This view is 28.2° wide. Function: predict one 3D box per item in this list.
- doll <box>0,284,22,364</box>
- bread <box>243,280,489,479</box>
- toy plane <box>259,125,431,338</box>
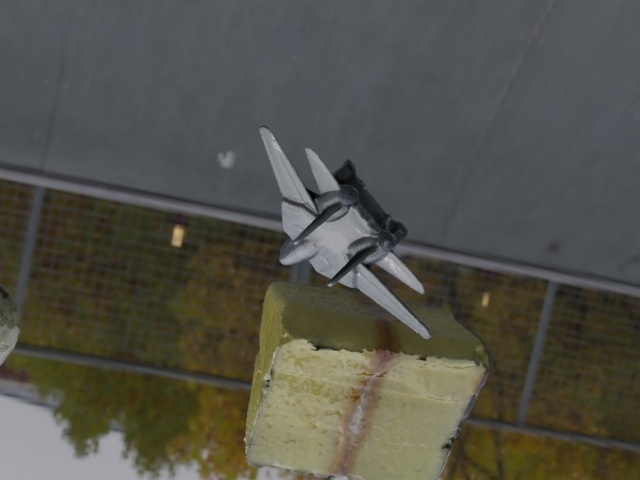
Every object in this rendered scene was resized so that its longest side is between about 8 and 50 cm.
[{"bbox_3d":[-0.314,0.113,0.951,0.149,0.278,0.175,0,150,20],"label":"doll"},{"bbox_3d":[0.049,0.199,1.549,0.263,0.236,0.198,9,-170,-7],"label":"bread"},{"bbox_3d":[0.009,-0.007,1.097,0.212,0.088,0.267,51,173,-4],"label":"toy plane"}]
